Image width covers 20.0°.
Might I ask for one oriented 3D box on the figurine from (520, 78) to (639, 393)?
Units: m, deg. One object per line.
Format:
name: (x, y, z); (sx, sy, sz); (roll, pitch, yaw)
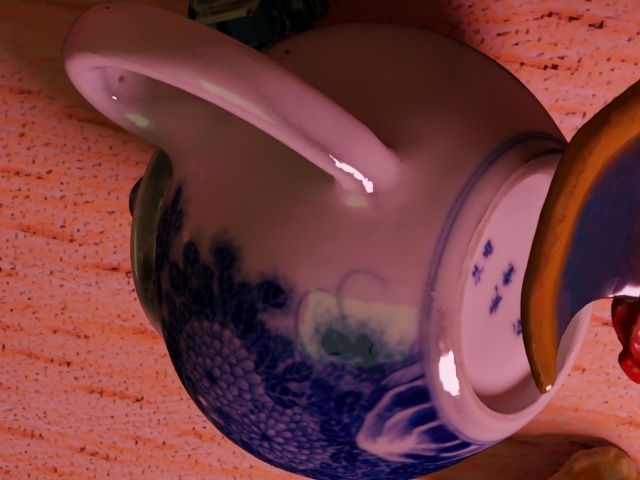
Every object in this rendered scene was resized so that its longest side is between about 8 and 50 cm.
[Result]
figurine: (0.293, -0.069, 0.825); (0.401, 0.268, 0.387); (-2, 98, -26)

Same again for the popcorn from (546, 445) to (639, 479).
popcorn: (0.181, 0.223, 1.207); (0.135, 0.141, 0.162); (33, 89, -10)

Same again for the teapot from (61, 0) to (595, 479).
teapot: (0.000, 0.000, 1.011); (0.280, 0.252, 0.424); (14, 160, 36)

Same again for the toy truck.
toy truck: (-0.060, -0.164, 0.992); (0.080, 0.078, 0.154); (-12, 124, 20)
